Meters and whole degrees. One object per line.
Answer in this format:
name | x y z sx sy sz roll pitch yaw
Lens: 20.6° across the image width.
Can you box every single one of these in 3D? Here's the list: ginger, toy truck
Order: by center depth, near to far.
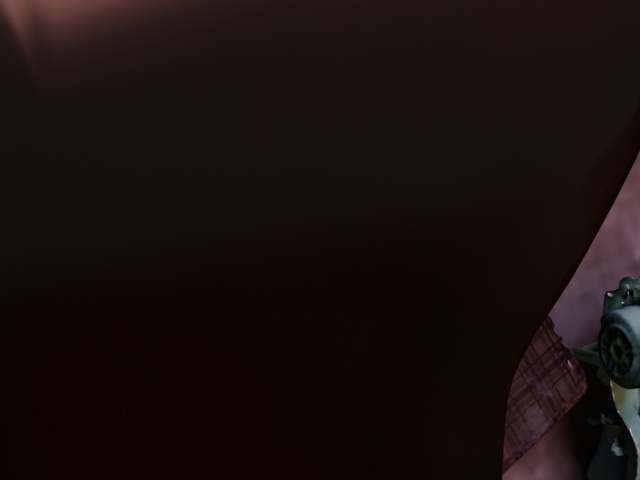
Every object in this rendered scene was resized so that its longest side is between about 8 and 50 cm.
ginger | -0.069 -0.030 0.495 0.413 0.211 0.359 1 103 -18
toy truck | 0.135 0.081 0.714 0.080 0.078 0.154 -15 114 -28

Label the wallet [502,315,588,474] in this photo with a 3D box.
wallet | 0.000 0.000 0.637 0.124 0.042 0.230 -41 109 -23
